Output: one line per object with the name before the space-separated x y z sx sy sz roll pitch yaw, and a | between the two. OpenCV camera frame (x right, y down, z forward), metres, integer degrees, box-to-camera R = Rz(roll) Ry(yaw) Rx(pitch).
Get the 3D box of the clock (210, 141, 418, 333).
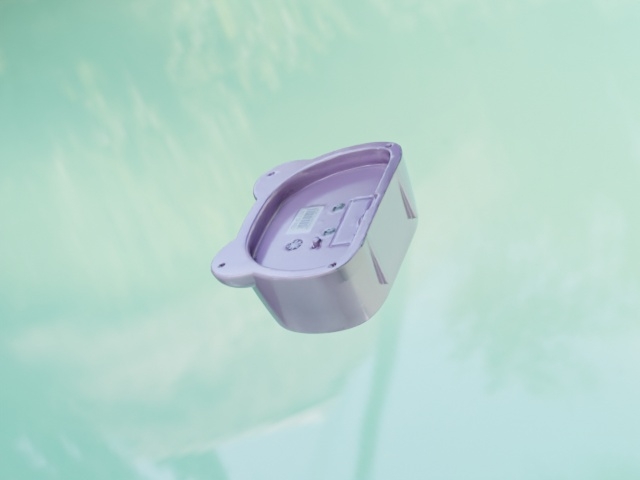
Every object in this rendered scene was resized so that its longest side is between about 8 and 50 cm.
clock | 0.000 0.000 1.251 0.110 0.050 0.153 -7 33 25
